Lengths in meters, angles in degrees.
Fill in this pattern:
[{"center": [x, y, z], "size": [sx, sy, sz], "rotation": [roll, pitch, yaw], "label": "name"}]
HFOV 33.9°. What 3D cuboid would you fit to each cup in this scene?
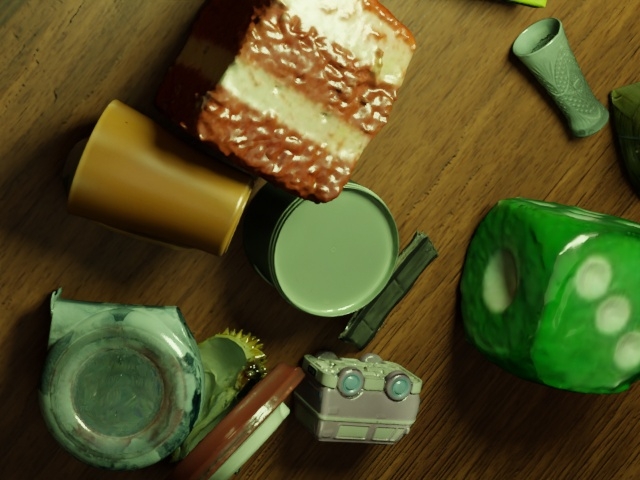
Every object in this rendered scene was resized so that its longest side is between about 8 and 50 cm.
[{"center": [-0.247, -0.071, 1.570], "size": [0.264, 0.182, 0.226], "rotation": [23, 140, -4], "label": "cup"}]

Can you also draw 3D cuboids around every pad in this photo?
[{"center": [0.122, 0.091, 1.838], "size": [0.233, 0.022, 0.174], "rotation": [-52, 160, -1], "label": "pad"}]

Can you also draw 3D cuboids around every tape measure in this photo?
[{"center": [-0.308, 0.218, 1.649], "size": [0.256, 0.147, 0.275], "rotation": [4, 93, -3], "label": "tape measure"}]

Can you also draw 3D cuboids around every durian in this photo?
[{"center": [-0.171, 0.258, 1.749], "size": [0.252, 0.139, 0.144], "rotation": [-40, 124, 11], "label": "durian"}]

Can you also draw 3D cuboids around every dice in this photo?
[{"center": [0.441, 0.091, 1.881], "size": [0.300, 0.287, 0.297], "rotation": [7, 102, -24], "label": "dice"}]

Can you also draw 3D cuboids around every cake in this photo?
[{"center": [-0.047, -0.253, 1.574], "size": [0.270, 0.269, 0.319], "rotation": [30, 94, -27], "label": "cake"}]

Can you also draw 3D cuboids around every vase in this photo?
[{"center": [0.437, -0.284, 1.879], "size": [0.096, 0.096, 0.219], "rotation": [-45, 120, -6], "label": "vase"}]

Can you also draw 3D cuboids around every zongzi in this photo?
[{"center": [0.638, -0.138, 1.922], "size": [0.125, 0.251, 0.274], "rotation": [-16, 114, -2], "label": "zongzi"}]

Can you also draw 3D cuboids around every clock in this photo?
[{"center": [-0.138, 0.326, 1.701], "size": [0.318, 0.318, 0.080], "rotation": [-45, 85, -5], "label": "clock"}]

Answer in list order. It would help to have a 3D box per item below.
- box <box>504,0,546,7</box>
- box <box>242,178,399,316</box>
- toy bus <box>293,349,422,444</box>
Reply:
[{"center": [0.232, -0.505, 1.718], "size": [0.335, 0.047, 0.187], "rotation": [8, 99, -18], "label": "box"}, {"center": [0.000, 0.000, 1.740], "size": [0.226, 0.149, 0.226], "rotation": [-7, 108, -21], "label": "box"}, {"center": [0.066, 0.280, 1.861], "size": [0.202, 0.142, 0.142], "rotation": [7, 97, -24], "label": "toy bus"}]
